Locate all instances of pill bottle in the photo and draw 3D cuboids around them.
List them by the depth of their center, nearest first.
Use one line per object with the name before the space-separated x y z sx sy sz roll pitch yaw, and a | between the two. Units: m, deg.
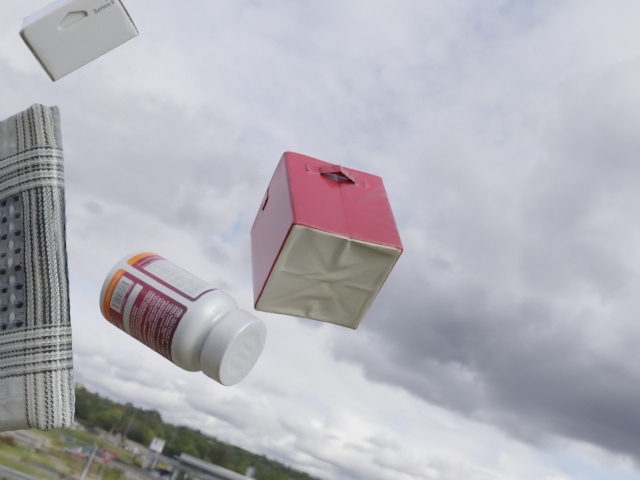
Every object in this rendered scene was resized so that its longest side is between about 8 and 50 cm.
pill bottle | -0.192 0.108 0.952 0.221 0.121 0.121 26 -17 24

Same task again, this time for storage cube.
storage cube | 0.000 0.000 1.101 0.184 0.193 0.215 14 -53 -19

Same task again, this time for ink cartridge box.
ink cartridge box | -0.388 -0.344 1.088 0.093 0.154 0.212 61 -7 -28

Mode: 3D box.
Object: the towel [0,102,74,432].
towel | -0.382 0.040 0.673 0.324 0.312 0.056 -10 -10 24
